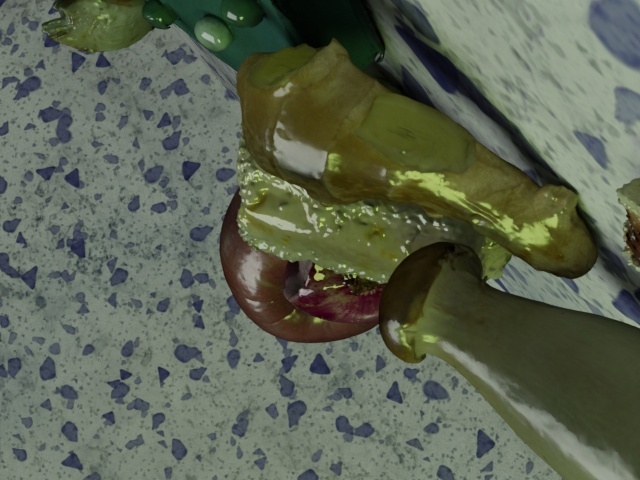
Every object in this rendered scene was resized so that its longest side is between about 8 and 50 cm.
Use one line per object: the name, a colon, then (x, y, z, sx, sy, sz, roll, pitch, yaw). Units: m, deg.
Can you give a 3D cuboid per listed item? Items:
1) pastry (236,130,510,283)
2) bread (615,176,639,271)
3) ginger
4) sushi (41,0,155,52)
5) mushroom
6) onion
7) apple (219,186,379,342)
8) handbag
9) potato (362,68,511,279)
pastry: (0.047, -0.017, 0.813, 0.258, 0.089, 0.121, 19, 145, 7)
bread: (0.186, 0.006, 0.485, 0.070, 0.035, 0.083, 47, 175, 32)
ginger: (0.065, -0.047, 0.680, 0.295, 0.086, 0.131, 29, 134, 1)
sushi: (-0.186, -0.269, 0.973, 0.109, 0.134, 0.273, 35, -149, -19)
mushroom: (0.193, 0.111, 0.656, 0.350, 0.128, 0.128, 31, 170, 26)
onion: (0.055, -0.001, 1.098, 0.201, 0.207, 0.200, 13, 180, 0)
apple: (0.000, 0.000, 1.334, 0.305, 0.306, 0.235, 50, -152, -36)
handbag: (-0.100, -0.222, 0.751, 0.274, 0.100, 0.268, 32, 171, 27)
potato: (0.070, -0.036, 0.917, 0.271, 0.111, 0.160, 53, 166, -25)
